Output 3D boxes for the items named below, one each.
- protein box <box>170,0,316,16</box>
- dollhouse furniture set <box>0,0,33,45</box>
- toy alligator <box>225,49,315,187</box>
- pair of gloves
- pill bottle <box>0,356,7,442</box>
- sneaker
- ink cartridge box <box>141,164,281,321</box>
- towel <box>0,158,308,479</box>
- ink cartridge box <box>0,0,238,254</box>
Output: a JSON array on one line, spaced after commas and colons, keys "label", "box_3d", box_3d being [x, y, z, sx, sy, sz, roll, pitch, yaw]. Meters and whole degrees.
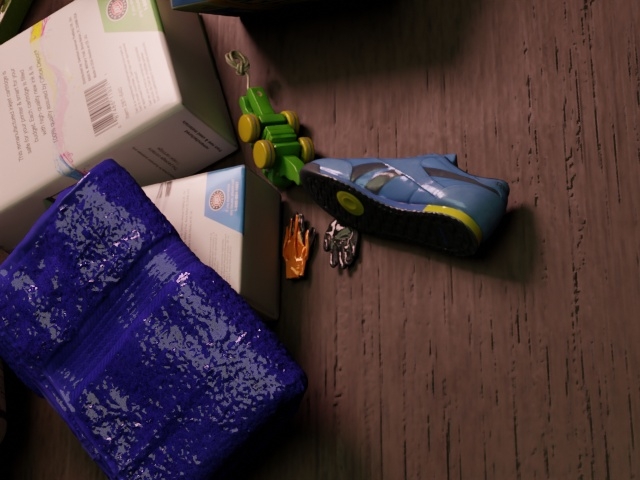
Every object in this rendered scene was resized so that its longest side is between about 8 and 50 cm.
[{"label": "protein box", "box_3d": [-0.043, -0.341, 1.640, 0.201, 0.136, 0.199, -7, 91, 28]}, {"label": "dollhouse furniture set", "box_3d": [-0.344, -0.283, 1.791, 0.302, 0.197, 0.151, 19, 78, 35]}, {"label": "toy alligator", "box_3d": [-0.058, -0.111, 1.642, 0.189, 0.056, 0.051, 60, 143, 34]}, {"label": "pair of gloves", "box_3d": [0.000, 0.000, 1.580, 0.083, 0.010, 0.074, -12, 62, 22]}, {"label": "pill bottle", "box_3d": [-0.400, 0.139, 1.642, 0.162, 0.162, 0.278, -14, 73, 24]}, {"label": "sneaker", "box_3d": [0.080, -0.048, 1.525, 0.209, 0.069, 0.082, 16, 57, 33]}, {"label": "ink cartridge box", "box_3d": [-0.140, 0.018, 1.607, 0.191, 0.082, 0.139, -11, 65, 27]}, {"label": "towel", "box_3d": [-0.178, 0.103, 1.520, 0.308, 0.076, 0.227, 46, 110, 17]}, {"label": "ink cartridge box", "box_3d": [-0.250, -0.131, 1.717, 0.278, 0.117, 0.201, -28, 57, 17]}]
